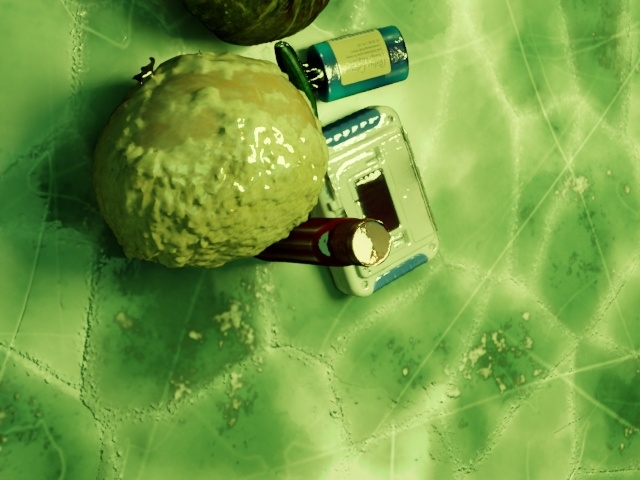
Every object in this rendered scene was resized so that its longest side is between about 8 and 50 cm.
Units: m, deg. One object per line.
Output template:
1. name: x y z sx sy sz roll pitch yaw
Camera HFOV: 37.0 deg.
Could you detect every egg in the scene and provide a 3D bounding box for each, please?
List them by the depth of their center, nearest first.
1. egg: -0.136 -0.101 1.197 0.310 0.279 0.279 -31 106 -21

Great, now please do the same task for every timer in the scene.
1. timer: 0.073 -0.058 1.407 0.178 0.078 0.253 -29 109 -25

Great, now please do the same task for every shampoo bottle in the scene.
1. shampoo bottle: 0.000 0.000 1.270 0.102 0.260 0.064 -8 95 -29
2. shampoo bottle: 0.044 -0.257 1.404 0.183 0.050 0.087 -20 104 -27

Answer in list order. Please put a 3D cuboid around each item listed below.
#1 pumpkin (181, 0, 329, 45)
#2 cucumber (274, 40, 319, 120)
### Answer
1. pumpkin: -0.105 -0.378 1.253 0.260 0.189 0.260 16 68 -45
2. cucumber: -0.029 -0.212 1.330 0.036 0.033 0.184 -12 140 8
